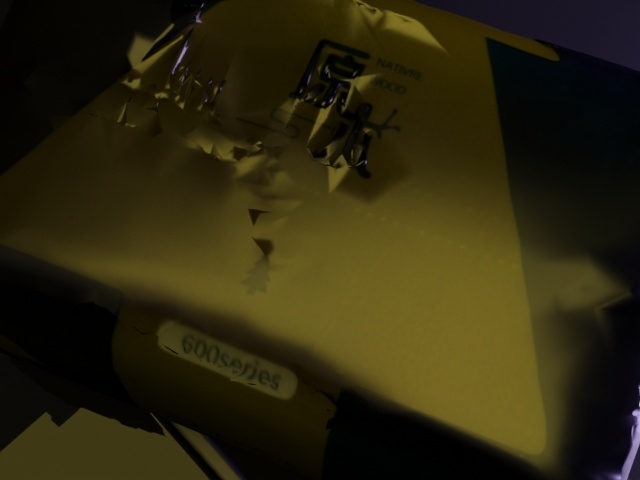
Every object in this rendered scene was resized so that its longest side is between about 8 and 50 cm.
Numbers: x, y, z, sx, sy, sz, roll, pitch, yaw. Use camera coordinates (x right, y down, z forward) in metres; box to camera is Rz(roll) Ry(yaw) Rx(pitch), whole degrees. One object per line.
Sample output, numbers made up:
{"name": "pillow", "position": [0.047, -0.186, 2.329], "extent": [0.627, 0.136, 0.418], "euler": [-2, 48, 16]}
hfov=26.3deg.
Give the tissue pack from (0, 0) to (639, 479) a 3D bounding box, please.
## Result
{"name": "tissue pack", "position": [0.000, 0.000, 0.820], "extent": [0.416, 0.253, 0.264], "euler": [21, 75, 9]}
